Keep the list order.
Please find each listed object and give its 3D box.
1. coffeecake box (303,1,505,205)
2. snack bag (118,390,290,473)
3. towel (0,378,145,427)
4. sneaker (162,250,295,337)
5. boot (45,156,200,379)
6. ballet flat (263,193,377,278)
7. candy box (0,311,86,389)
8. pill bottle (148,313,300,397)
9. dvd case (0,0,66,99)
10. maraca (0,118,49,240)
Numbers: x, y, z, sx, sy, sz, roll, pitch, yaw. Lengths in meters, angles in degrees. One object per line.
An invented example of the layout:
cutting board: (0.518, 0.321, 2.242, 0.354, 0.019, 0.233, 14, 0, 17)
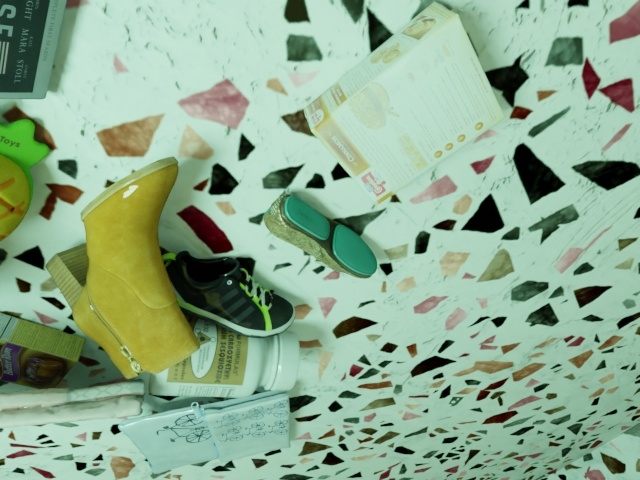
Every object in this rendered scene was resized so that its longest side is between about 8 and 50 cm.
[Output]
coffeecake box: (0.098, -0.152, 0.488, 0.186, 0.068, 0.142, -34, 128, 17)
snack bag: (-0.236, 0.437, 0.908, 0.343, 0.037, 0.323, -6, 137, -11)
towel: (-0.445, 0.260, 0.635, 0.317, 0.053, 0.332, 4, 156, -23)
sneaker: (-0.133, 0.080, 0.627, 0.235, 0.084, 0.097, 19, 122, -25)
boot: (-0.215, 0.053, 0.520, 0.295, 0.104, 0.211, -35, 95, 30)
ballet flat: (0.000, 0.000, 0.611, 0.067, 0.073, 0.206, -20, 134, 42)
candy box: (-0.501, 0.175, 0.654, 0.187, 0.053, 0.109, 31, 118, -30)
pill bottle: (-0.158, 0.196, 0.690, 0.230, 0.131, 0.131, 10, 127, -19)
dvd case: (-0.308, -0.183, 0.291, 0.029, 0.239, 0.179, 45, 122, 9)
maraca: (-0.383, -0.061, 0.448, 0.185, 0.099, 0.127, -54, 156, 11)
